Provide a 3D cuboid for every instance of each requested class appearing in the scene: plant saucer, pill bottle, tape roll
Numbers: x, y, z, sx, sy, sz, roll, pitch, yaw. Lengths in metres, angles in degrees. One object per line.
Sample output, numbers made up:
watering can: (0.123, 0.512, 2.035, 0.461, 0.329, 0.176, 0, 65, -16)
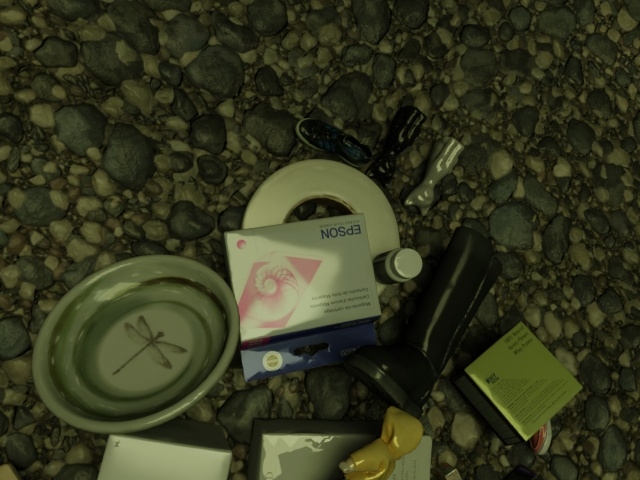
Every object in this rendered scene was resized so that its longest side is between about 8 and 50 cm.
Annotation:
plant saucer: (-0.357, 0.209, 1.092, 0.400, 0.100, 0.400, -1, 48, 1)
pill bottle: (0.172, 0.058, 1.224, 0.078, 0.137, 0.078, 2, 82, -14)
tape roll: (0.000, 0.000, 1.294, 0.392, 0.072, 0.392, 2, 82, -15)

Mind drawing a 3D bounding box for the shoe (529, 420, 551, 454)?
shoe: (0.544, 0.452, 1.391, 0.081, 0.063, 0.178, 17, 73, -12)

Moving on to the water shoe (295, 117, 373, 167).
water shoe: (0.038, -0.252, 1.333, 0.203, 0.080, 0.073, 24, 76, -12)

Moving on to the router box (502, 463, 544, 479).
router box: (0.504, 0.758, 1.325, 0.243, 0.081, 0.309, -30, 91, -17)

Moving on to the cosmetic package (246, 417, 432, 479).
cosmetic package: (0.036, 0.514, 1.189, 0.385, 0.156, 0.217, 4, 83, -16)

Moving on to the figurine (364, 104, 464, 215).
figurine: (0.239, -0.194, 1.378, 0.215, 0.092, 0.209, 34, 81, -16)

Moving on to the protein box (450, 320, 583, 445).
protein box: (0.467, 0.347, 1.311, 0.200, 0.136, 0.201, -34, 71, -17)

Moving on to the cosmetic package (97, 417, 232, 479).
cosmetic package: (-0.307, 0.439, 1.066, 0.224, 0.225, 0.138, 14, 79, -13)

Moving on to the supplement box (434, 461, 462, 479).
supplement box: (0.322, 0.594, 1.307, 0.036, 0.062, 0.098, -26, 89, -16)

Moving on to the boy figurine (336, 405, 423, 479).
boy figurine: (0.082, 0.443, 1.054, 0.285, 0.177, 0.092, -45, 53, -10)

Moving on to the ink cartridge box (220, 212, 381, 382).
ink cartridge box: (-0.033, 0.121, 1.197, 0.324, 0.071, 0.330, -9, 85, -17)

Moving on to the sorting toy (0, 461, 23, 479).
sorting toy: (-0.637, 0.596, 1.023, 0.257, 0.089, 0.255, -32, 92, -17)

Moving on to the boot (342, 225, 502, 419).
boot: (0.253, 0.159, 1.221, 0.146, 0.367, 0.445, 29, 76, 30)
